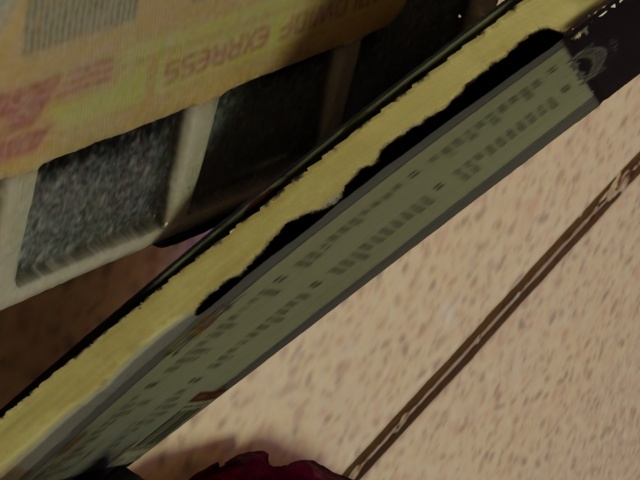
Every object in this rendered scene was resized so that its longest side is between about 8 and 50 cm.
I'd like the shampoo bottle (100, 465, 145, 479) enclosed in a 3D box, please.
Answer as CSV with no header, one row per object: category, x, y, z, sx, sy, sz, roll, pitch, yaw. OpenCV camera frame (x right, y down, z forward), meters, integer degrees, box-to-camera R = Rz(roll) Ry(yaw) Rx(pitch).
shampoo bottle,-0.110,0.156,0.566,0.208,0.063,0.057,-44,154,-12

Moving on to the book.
book,-0.001,-0.001,0.556,0.231,0.026,0.157,-38,173,7

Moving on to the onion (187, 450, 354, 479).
onion,-0.018,0.187,0.714,0.227,0.120,0.283,-61,151,-20

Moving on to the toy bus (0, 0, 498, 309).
toy bus,-0.069,-0.056,0.469,0.342,0.097,0.138,-25,134,-50
